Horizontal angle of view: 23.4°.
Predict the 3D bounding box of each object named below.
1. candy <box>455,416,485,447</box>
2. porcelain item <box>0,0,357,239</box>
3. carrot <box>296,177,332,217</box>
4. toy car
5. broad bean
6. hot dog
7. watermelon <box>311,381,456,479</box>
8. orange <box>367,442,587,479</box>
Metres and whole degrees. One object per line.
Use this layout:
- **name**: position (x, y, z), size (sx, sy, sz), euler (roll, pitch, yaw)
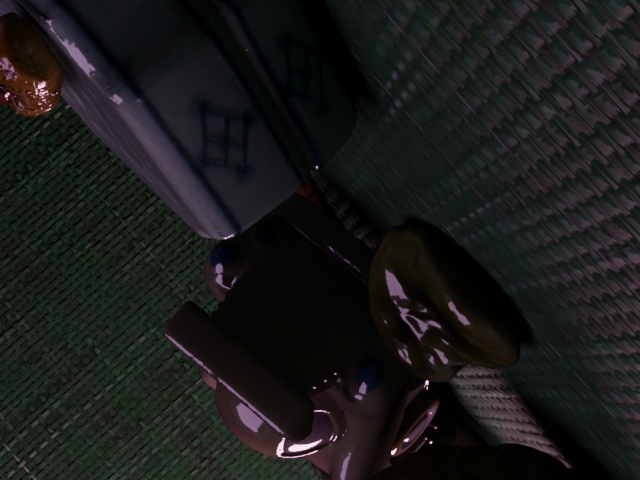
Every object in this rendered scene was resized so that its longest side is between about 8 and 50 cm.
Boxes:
- **candy**: position (0.199, 0.334, 1.991), size (0.265, 0.116, 0.155), euler (41, 167, 34)
- **porcelain item**: position (-0.120, -0.158, 1.099), size (0.281, 0.157, 0.286), euler (40, 168, 39)
- **carrot**: position (0.000, 0.000, 1.626), size (0.061, 0.061, 0.256), euler (42, 168, 43)
- **toy car**: position (-0.021, 0.139, 1.553), size (0.242, 0.226, 0.336), euler (38, 153, 17)
- **broad bean**: position (0.103, 0.053, 1.300), size (0.153, 0.072, 0.206), euler (45, 161, 5)
- **hot dog**: position (-0.209, -0.114, 1.066), size (0.066, 0.047, 0.216), euler (47, 173, -11)
- **watermelon**: position (0.072, 0.230, 1.876), size (0.188, 0.188, 0.214), euler (47, 173, 13)
- **orange**: position (0.149, 0.336, 1.513), size (0.329, 0.329, 0.249), euler (57, -150, -49)
